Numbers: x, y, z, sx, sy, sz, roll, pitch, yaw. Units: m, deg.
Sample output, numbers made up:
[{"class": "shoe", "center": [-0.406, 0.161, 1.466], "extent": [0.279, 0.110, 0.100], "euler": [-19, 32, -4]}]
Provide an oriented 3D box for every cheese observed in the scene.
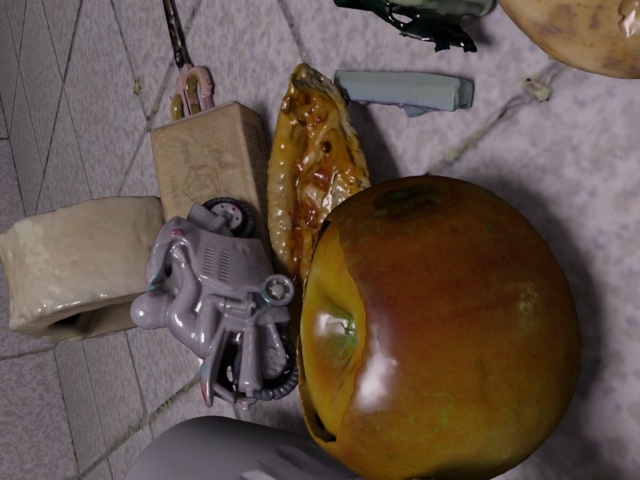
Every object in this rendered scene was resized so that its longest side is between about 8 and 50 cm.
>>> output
[{"class": "cheese", "center": [-0.317, 0.052, 0.912], "extent": [0.332, 0.293, 0.153], "euler": [98, 157, -74]}]

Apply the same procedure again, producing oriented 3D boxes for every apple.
[{"class": "apple", "center": [0.077, 0.070, 0.449], "extent": [0.237, 0.208, 0.236], "euler": [15, 108, 54]}]

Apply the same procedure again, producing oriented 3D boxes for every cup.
[{"class": "cup", "center": [-0.064, 0.348, 0.675], "extent": [0.372, 0.253, 0.253], "euler": [-14, 85, 51]}]

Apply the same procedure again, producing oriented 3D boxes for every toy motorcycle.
[{"class": "toy motorcycle", "center": [-0.125, 0.066, 0.651], "extent": [0.110, 0.171, 0.260], "euler": [110, 144, -58]}]

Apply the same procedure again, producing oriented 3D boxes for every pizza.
[{"class": "pizza", "center": [0.000, 0.000, 0.633], "extent": [0.182, 0.074, 0.365], "euler": [39, 134, 54]}]

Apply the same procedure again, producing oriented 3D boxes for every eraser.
[{"class": "eraser", "center": [-0.121, -0.001, 0.778], "extent": [0.144, 0.078, 0.343], "euler": [-14, 84, 19]}]

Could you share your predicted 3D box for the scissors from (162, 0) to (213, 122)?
[{"class": "scissors", "center": [-0.232, -0.283, 0.976], "extent": [0.160, 0.024, 0.317], "euler": [-31, 71, 53]}]

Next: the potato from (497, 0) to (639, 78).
[{"class": "potato", "center": [0.166, -0.207, 0.340], "extent": [0.161, 0.128, 0.234], "euler": [-14, 79, 52]}]

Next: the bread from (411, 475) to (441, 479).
[{"class": "bread", "center": [0.139, 0.267, 0.330], "extent": [0.294, 0.167, 0.132], "euler": [30, 120, -3]}]

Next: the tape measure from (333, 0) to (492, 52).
[{"class": "tape measure", "center": [0.056, -0.287, 0.494], "extent": [0.207, 0.115, 0.235], "euler": [26, 118, 47]}]

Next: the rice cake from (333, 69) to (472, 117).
[{"class": "rice cake", "center": [0.071, -0.144, 0.569], "extent": [0.180, 0.030, 0.042], "euler": [24, 111, 51]}]
